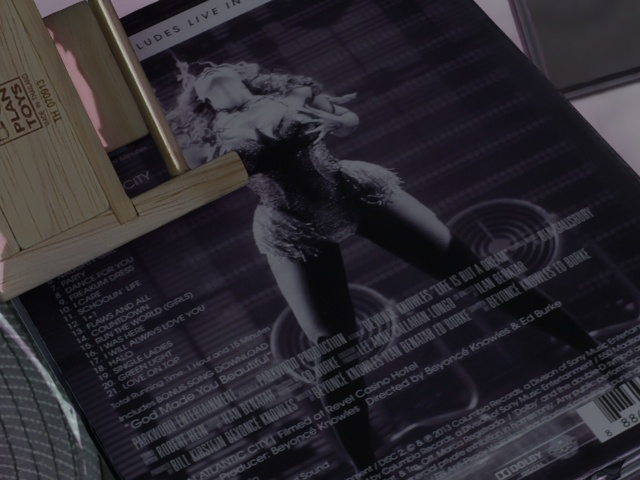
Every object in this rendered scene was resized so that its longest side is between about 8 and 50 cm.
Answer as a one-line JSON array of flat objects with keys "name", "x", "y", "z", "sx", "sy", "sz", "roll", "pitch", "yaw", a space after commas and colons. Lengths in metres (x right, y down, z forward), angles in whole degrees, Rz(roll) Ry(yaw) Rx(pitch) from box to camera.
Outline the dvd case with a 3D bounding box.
[{"name": "dvd case", "x": 0.000, "y": 0.000, "z": 0.554, "sx": 0.164, "sy": 0.018, "sz": 0.221, "roll": -27, "pitch": 51, "yaw": -13}]

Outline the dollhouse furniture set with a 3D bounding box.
[{"name": "dollhouse furniture set", "x": -0.134, "y": -0.062, "z": 0.533, "sx": 0.129, "sy": 0.129, "sz": 0.183, "roll": -27, "pitch": 93, "yaw": -26}]

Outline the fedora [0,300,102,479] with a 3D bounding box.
[{"name": "fedora", "x": -0.189, "y": 0.072, "z": 0.522, "sx": 0.275, "sy": 0.124, "sz": 0.243, "roll": 30, "pitch": 80, "yaw": -7}]
